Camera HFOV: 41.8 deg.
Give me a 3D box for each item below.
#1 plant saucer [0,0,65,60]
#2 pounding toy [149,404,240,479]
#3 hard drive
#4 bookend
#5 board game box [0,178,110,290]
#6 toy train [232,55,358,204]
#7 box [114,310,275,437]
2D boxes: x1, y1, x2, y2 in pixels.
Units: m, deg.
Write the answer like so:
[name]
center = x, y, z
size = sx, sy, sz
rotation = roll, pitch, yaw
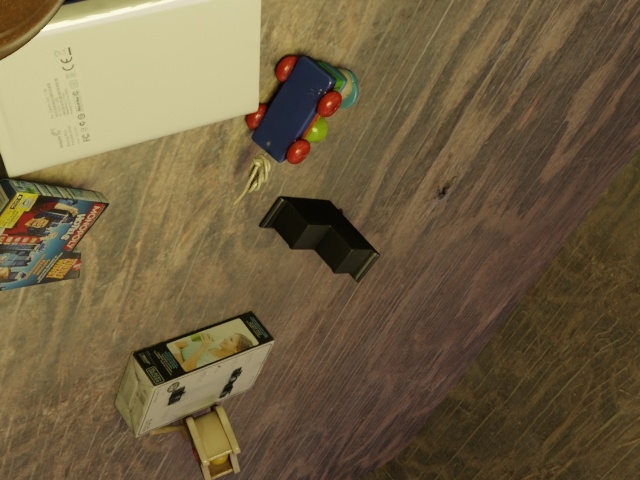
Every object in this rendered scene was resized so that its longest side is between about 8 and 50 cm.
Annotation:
[plant saucer]
center = -0.303, -0.276, 0.687
size = 0.310, 0.050, 0.311
rotation = -39, 143, -36
[pounding toy]
center = -0.255, 0.434, 1.727
size = 0.154, 0.154, 0.269
rotation = -19, 175, -15
[hard drive]
center = -0.224, -0.194, 0.970
size = 0.318, 0.040, 0.210
rotation = -18, 147, -18
[bookend]
center = 0.000, 0.000, 1.510
size = 0.156, 0.157, 0.072
rotation = 0, 132, -55
[board game box]
center = -0.374, -0.005, 1.090
size = 0.194, 0.060, 0.194
rotation = -46, 156, 21
[toy train]
center = -0.041, -0.163, 1.285
size = 0.248, 0.105, 0.143
rotation = -55, 164, 25
[box]
center = -0.245, 0.259, 1.652
size = 0.290, 0.087, 0.169
rotation = -17, 145, -40
